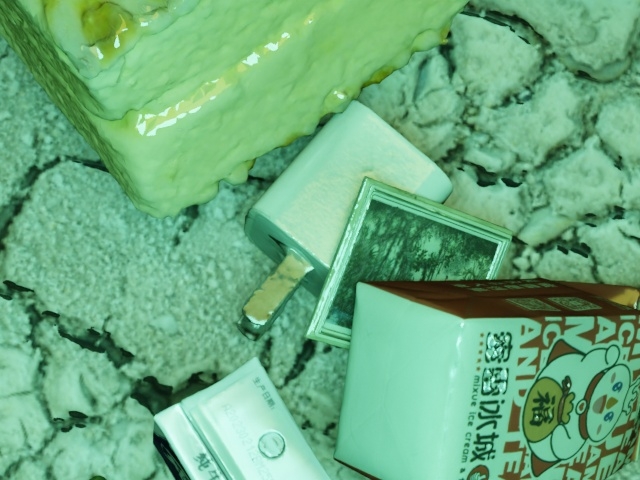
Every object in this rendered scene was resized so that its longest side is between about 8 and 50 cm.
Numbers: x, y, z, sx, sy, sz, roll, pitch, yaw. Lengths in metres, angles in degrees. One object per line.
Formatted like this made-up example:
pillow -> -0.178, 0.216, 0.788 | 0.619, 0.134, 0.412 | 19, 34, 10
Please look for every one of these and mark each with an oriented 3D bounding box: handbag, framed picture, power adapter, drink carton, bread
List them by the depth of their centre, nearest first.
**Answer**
drink carton -> -0.061, 0.184, 1.370 | 0.102, 0.222, 0.134 | -29, 82, -11
bread -> -0.111, -0.284, 1.401 | 0.371, 0.279, 0.390 | -35, 66, -8
handbag -> 0.168, 0.123, 1.421 | 0.298, 0.151, 0.171 | 1, 101, -38
framed picture -> 0.080, 0.036, 1.429 | 0.183, 0.011, 0.142 | 19, 93, -39
power adapter -> 0.000, 0.000, 1.465 | 0.125, 0.130, 0.205 | 40, 78, 3

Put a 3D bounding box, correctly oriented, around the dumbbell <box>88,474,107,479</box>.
dumbbell -> -0.161, 0.251, 1.434 | 0.118, 0.052, 0.046 | 39, 100, 3
